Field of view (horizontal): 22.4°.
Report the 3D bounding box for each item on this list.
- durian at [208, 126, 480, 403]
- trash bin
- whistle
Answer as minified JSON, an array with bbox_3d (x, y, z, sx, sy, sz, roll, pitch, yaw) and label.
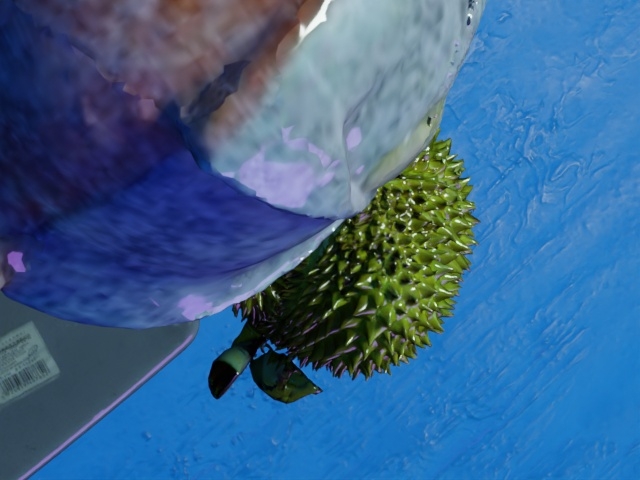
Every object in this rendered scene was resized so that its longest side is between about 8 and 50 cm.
[{"bbox_3d":[0.014,-0.004,0.901,0.159,0.198,0.146,5,-146,26],"label":"durian"},{"bbox_3d":[-0.143,0.054,0.787,0.177,0.101,0.236,-37,-175,-5],"label":"trash bin"},{"bbox_3d":[0.007,-0.110,0.423,0.346,0.134,0.142,-54,-176,-13],"label":"whistle"}]
